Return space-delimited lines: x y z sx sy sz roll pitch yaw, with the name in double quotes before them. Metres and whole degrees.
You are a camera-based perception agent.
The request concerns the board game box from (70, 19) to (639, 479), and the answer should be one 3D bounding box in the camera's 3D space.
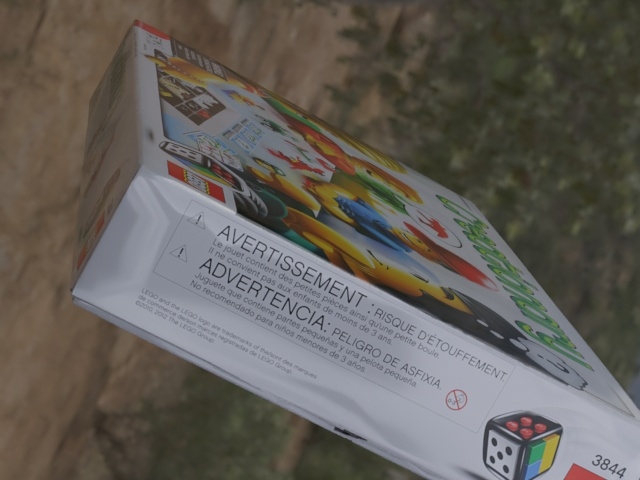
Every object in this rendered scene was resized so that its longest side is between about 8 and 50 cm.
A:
"board game box" 0.000 0.000 0.655 0.053 0.193 0.305 -60 -166 11
